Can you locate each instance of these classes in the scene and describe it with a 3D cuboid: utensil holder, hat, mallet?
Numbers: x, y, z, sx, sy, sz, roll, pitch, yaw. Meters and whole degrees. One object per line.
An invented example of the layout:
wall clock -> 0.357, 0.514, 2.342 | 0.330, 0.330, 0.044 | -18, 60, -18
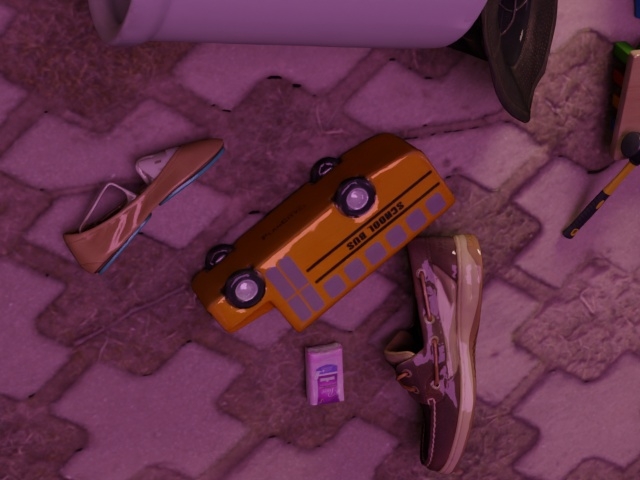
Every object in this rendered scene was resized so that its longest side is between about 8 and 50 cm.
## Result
utensil holder -> -0.037, -0.367, 1.334 | 0.386, 0.327, 0.327 | -1, 109, -22
hat -> 0.193, -0.304, 1.520 | 0.134, 0.331, 0.331 | 3, 113, 22
mallet -> 0.392, -0.074, 1.708 | 0.062, 0.039, 0.189 | 22, 122, -37

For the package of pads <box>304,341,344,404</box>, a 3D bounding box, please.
package of pads -> 0.005, 0.181, 1.693 | 0.050, 0.032, 0.083 | -7, 110, -14

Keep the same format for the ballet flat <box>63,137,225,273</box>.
ballet flat -> -0.218, -0.058, 1.509 | 0.232, 0.080, 0.073 | -45, 101, -2

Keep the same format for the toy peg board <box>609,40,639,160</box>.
toy peg board -> 0.470, -0.207, 1.711 | 0.161, 0.079, 0.160 | -8, 126, -15

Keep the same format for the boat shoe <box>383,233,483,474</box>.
boat shoe -> 0.145, 0.155, 1.696 | 0.123, 0.123, 0.342 | 2, 108, -6

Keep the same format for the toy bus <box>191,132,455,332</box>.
toy bus -> 0.000, 0.000, 1.587 | 0.333, 0.108, 0.130 | -40, 118, -4

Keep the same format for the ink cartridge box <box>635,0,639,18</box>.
ink cartridge box -> 0.489, -0.411, 1.635 | 0.134, 0.078, 0.231 | -13, 111, -15
